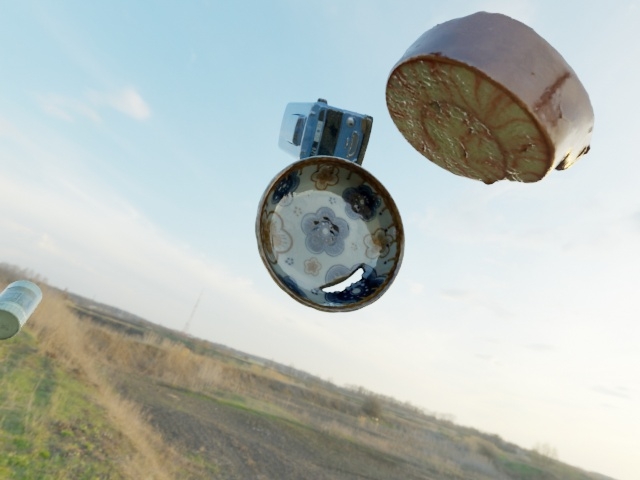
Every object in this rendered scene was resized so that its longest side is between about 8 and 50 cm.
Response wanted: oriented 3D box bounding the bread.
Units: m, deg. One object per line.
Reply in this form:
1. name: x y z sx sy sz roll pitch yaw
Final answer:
1. bread: 0.258 -0.225 0.689 0.295 0.114 0.328 42 -7 -28

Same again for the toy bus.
1. toy bus: -0.002 -0.198 0.766 0.134 0.115 0.234 10 15 -19

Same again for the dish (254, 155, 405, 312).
1. dish: 0.000 0.000 0.384 0.141 0.140 0.078 25 -20 -15

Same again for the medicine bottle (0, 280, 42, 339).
1. medicine bottle: -0.400 0.089 0.525 0.047 0.047 0.083 29 8 -25
